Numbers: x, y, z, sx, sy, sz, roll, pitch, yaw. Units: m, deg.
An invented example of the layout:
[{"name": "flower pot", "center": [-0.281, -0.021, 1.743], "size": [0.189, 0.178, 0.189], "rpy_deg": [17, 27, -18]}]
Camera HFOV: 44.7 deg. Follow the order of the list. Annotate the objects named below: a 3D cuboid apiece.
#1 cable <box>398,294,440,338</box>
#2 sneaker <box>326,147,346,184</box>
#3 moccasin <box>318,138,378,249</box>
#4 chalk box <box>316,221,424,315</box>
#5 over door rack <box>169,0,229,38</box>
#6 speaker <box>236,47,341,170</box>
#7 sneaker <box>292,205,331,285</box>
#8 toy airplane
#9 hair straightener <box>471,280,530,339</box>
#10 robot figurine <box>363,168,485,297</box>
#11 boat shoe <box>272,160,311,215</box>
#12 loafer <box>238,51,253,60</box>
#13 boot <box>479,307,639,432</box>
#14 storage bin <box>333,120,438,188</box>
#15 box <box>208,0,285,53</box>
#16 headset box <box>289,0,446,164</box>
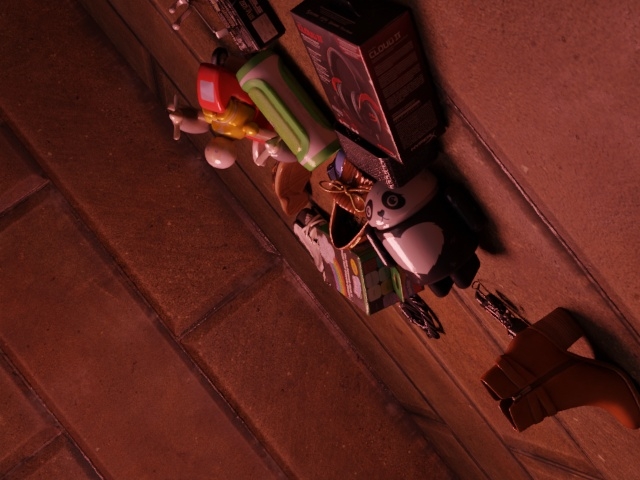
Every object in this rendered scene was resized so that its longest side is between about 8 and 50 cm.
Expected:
[{"name": "cable", "center": [0.301, 0.221, 2.346], "size": [0.184, 0.047, 0.150], "rpy_deg": [50, 164, 20]}, {"name": "sneaker", "center": [0.054, -0.179, 1.942], "size": [0.090, 0.081, 0.232], "rpy_deg": [39, 166, 20]}, {"name": "moccasin", "center": [0.083, -0.109, 1.768], "size": [0.139, 0.147, 0.380], "rpy_deg": [44, 151, 14]}, {"name": "chalk box", "center": [0.144, 0.057, 1.995], "size": [0.289, 0.179, 0.180], "rpy_deg": [36, 143, 53]}, {"name": "over door rack", "center": [-0.381, -0.669, 2.052], "size": [0.324, 0.108, 0.239], "rpy_deg": [39, 164, 46]}, {"name": "speaker", "center": [-0.073, -0.317, 1.897], "size": [0.296, 0.131, 0.131], "rpy_deg": [52, 169, -3]}, {"name": "sneaker", "center": [-0.001, 0.001, 2.498], "size": [0.257, 0.169, 0.447], "rpy_deg": [48, 171, 8]}, {"name": "toy airplane", "center": [-0.221, -0.303, 2.120], "size": [0.384, 0.272, 0.386], "rpy_deg": [34, 161, -19]}, {"name": "hair straightener", "center": [0.415, 0.163, 1.718], "size": [0.230, 0.047, 0.089], "rpy_deg": [50, 169, 31]}, {"name": "robot figurine", "center": [0.210, -0.019, 1.586], "size": [0.278, 0.209, 0.173], "rpy_deg": [54, -179, -12]}, {"name": "boat shoe", "center": [-0.108, -0.199, 2.432], "size": [0.123, 0.123, 0.342], "rpy_deg": [54, 170, 19]}, {"name": "loafer", "center": [-0.202, -0.480, 2.110], "size": [0.039, 0.045, 0.125], "rpy_deg": [45, 166, 0]}, {"name": "boot", "center": [0.459, 0.294, 1.473], "size": [0.283, 0.220, 0.109], "rpy_deg": [51, 169, 1]}, {"name": "storage bin", "center": [0.126, -0.193, 1.506], "size": [0.180, 0.122, 0.084], "rpy_deg": [41, 164, 44]}, {"name": "box", "center": [-0.177, -0.524, 1.775], "size": [0.180, 0.077, 0.147], "rpy_deg": [56, 168, -20]}, {"name": "headset box", "center": [0.080, -0.306, 1.359], "size": [0.218, 0.110, 0.293], "rpy_deg": [41, 165, 44]}]
